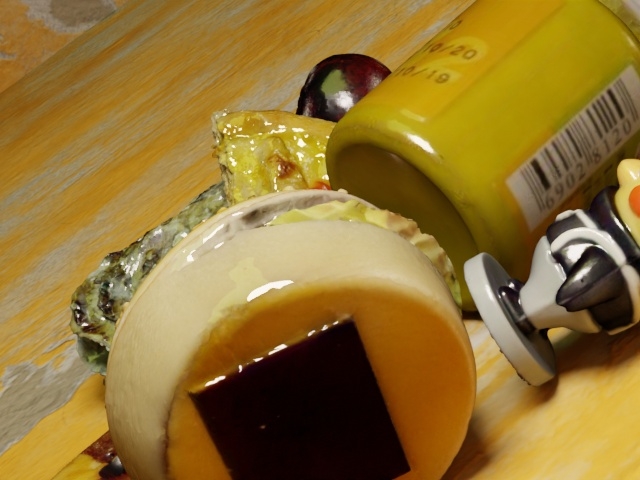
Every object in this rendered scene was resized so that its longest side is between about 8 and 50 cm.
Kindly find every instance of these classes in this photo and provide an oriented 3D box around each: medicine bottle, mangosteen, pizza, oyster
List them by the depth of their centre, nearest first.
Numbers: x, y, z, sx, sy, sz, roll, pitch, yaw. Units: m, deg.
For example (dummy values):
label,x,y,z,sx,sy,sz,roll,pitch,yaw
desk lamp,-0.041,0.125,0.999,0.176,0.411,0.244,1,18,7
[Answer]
label,x,y,z,sx,sy,sz,roll,pitch,yaw
medicine bottle,0.204,-0.130,1.532,0.384,0.224,0.224,-43,24,-24
pizza,0.000,0.000,1.639,0.280,0.075,0.287,12,57,1
oyster,-0.102,0.029,1.743,0.351,0.162,0.158,-32,-13,-23
mangosteen,0.043,-0.145,1.920,0.152,0.152,0.152,-27,22,12

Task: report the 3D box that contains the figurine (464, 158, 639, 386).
label,x,y,z,sx,sy,sz,roll,pitch,yaw
figurine,0.247,0.009,1.308,0.236,0.133,0.176,-32,2,17

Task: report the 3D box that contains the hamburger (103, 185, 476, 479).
label,x,y,z,sx,sy,sz,roll,pitch,yaw
hamburger,-0.021,0.101,1.262,0.300,0.300,0.176,-33,37,-3

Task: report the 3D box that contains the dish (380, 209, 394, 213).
label,x,y,z,sx,sy,sz,roll,pitch,yaw
dish,0.015,0.077,1.481,0.229,0.081,0.229,-21,52,30

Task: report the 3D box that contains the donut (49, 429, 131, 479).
label,x,y,z,sx,sy,sz,roll,pitch,yaw
donut,-0.165,0.220,1.474,0.166,0.073,0.184,-9,30,46
